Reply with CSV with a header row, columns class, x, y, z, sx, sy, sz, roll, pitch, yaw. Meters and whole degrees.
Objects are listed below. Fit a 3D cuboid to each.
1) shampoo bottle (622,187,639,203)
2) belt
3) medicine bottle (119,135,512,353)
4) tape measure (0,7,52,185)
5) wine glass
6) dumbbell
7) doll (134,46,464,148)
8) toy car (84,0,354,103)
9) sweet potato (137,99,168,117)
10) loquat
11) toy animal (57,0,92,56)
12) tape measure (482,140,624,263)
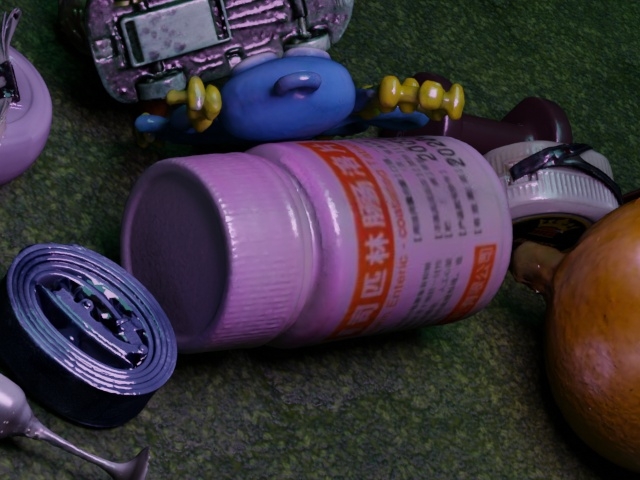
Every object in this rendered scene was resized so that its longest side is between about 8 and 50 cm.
class,x,y,z,sx,sy,sz,roll,pitch,yaw
shampoo bottle,0.488,-0.024,2.122,0.323,0.084,0.129,-17,68,-45
belt,-0.232,0.087,1.472,0.190,0.082,0.141,40,43,-1
medicine bottle,0.000,0.000,1.622,0.388,0.219,0.219,-4,57,-40
tape measure,-0.362,-0.147,1.569,0.178,0.105,0.196,-2,54,-39
wine glass,-0.280,0.158,1.385,0.262,0.074,0.074,30,41,-12
dumbbell,0.199,-0.129,1.955,0.225,0.140,0.124,8,54,-34
doll,-0.034,-0.152,1.676,0.346,0.341,0.098,-4,90,-10
toy car,-0.119,-0.254,1.716,0.306,0.125,0.136,-20,108,-18
sweet potato,-0.196,-0.226,1.805,0.057,0.057,0.264,21,43,-21
loquat,0.384,0.092,1.765,0.359,0.328,0.328,28,39,9
toy animal,-0.238,-0.248,1.768,0.137,0.098,0.098,53,40,-5
tape measure,0.282,-0.048,1.891,0.235,0.207,0.115,9,59,-30
